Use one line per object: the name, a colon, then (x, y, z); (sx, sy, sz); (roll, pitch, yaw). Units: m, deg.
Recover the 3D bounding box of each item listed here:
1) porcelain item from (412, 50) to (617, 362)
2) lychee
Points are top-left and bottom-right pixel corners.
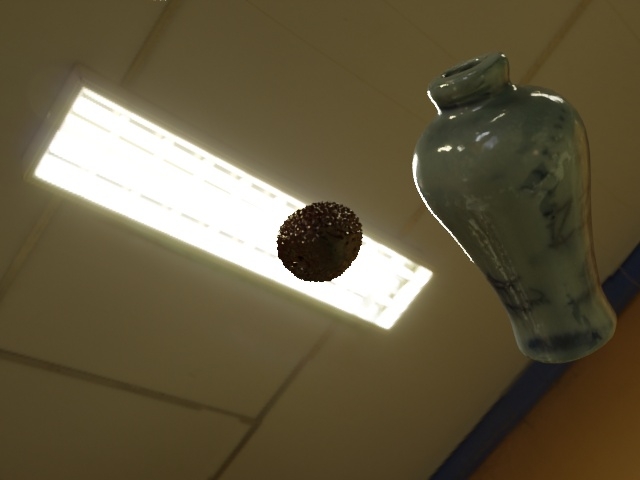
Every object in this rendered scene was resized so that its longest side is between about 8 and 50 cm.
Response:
porcelain item: (0.165, -0.025, 0.563); (0.141, 0.141, 0.259); (-28, -74, -7)
lychee: (0.002, 0.002, 0.975); (0.129, 0.123, 0.123); (-23, -53, -32)
